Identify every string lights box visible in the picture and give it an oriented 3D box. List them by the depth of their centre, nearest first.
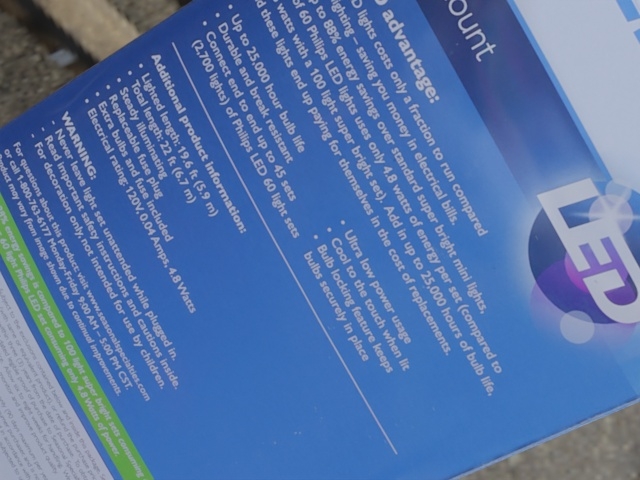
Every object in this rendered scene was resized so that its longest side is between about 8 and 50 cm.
[{"bbox_3d":[0.000,0.000,0.409,0.133,0.260,0.077,62,27,-1],"label":"string lights box"}]
